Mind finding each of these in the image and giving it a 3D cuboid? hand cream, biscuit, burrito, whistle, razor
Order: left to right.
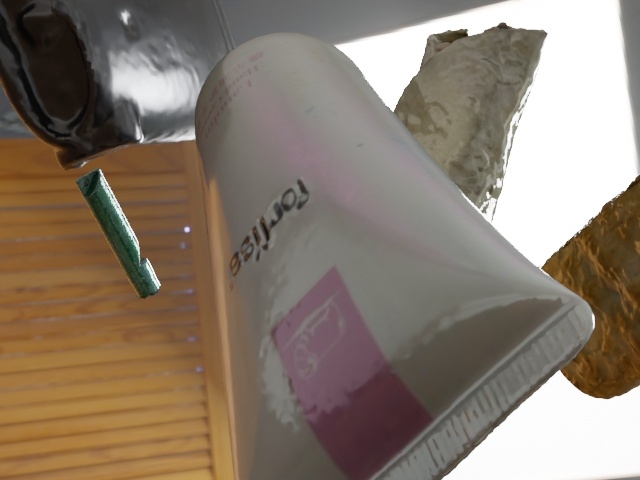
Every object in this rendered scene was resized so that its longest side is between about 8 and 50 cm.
[{"bbox_3d":[-0.266,-0.008,1.193,0.039,0.186,0.039,-19,26,9],"label":"whistle"},{"bbox_3d":[-0.171,-0.182,0.846,0.114,0.204,0.349,-19,7,16],"label":"razor"},{"bbox_3d":[0.000,0.000,0.473,0.118,0.358,0.185,36,-72,-27],"label":"hand cream"},{"bbox_3d":[0.072,0.009,0.700,0.117,0.392,0.076,13,-7,41],"label":"burrito"},{"bbox_3d":[0.220,0.032,0.631,0.029,0.118,0.247,-22,-20,-27],"label":"biscuit"}]

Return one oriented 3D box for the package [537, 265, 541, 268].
[{"bbox_3d":[0.267,0.070,1.134,0.077,0.033,0.110,-11,-42,-36],"label":"package"}]
